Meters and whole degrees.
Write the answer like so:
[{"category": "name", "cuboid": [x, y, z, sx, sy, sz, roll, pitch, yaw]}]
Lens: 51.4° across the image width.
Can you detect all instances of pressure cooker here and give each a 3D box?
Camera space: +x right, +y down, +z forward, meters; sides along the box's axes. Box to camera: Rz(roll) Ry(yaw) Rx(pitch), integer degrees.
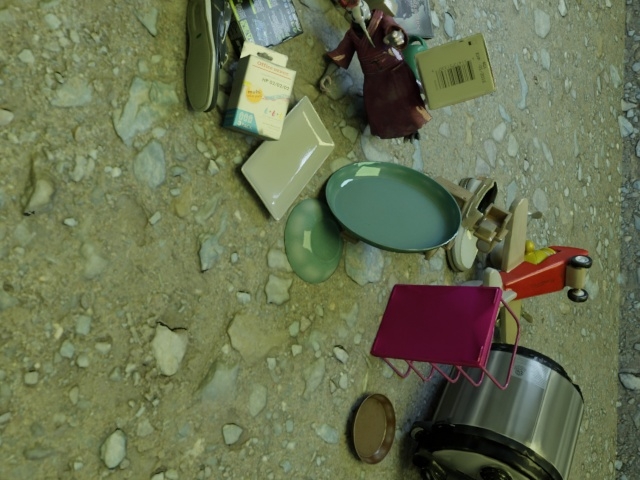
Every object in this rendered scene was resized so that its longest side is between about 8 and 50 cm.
[{"category": "pressure cooker", "cuboid": [0.453, 0.521, 1.711, 0.375, 0.370, 0.420, 54, 47, -26]}]

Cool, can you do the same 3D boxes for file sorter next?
[{"category": "file sorter", "cuboid": [0.316, 0.242, 1.639, 0.182, 0.291, 0.202, 47, 55, -39]}]

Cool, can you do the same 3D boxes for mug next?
[{"category": "mug", "cuboid": [0.246, -0.463, 1.752, 0.130, 0.098, 0.157, -24, 105, -46]}]

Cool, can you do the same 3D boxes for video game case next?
[{"category": "video game case", "cuboid": [0.213, -0.645, 1.785, 0.274, 0.026, 0.195, -16, 99, -47]}]

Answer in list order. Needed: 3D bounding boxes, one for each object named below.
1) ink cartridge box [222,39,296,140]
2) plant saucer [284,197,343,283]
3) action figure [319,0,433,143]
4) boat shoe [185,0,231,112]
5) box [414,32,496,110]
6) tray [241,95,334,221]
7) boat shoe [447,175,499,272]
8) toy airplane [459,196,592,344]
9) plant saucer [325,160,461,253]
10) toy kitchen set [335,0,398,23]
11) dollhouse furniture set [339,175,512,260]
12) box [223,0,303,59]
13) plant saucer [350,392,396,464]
[{"category": "ink cartridge box", "cuboid": [-0.116, -0.298, 1.314, 0.104, 0.062, 0.181, 14, 89, -28]}, {"category": "plant saucer", "cuboid": [0.000, 0.000, 1.489, 0.195, 0.038, 0.194, 6, 83, -49]}, {"category": "action figure", "cuboid": [0.155, -0.417, 1.537, 0.275, 0.248, 0.370, -47, 124, -40]}, {"category": "boat shoe", "cuboid": [-0.203, -0.351, 1.252, 0.079, 0.084, 0.232, 10, 77, -47]}, {"category": "box", "cuboid": [0.300, -0.378, 1.478, 0.232, 0.149, 0.126, -54, 127, -70]}, {"category": "tray", "cuboid": [-0.070, -0.179, 1.429, 0.145, 0.030, 0.270, 57, 50, -28]}, {"category": "boat shoe", "cuboid": [0.447, -0.053, 1.942, 0.113, 0.103, 0.302, 30, 66, -43]}, {"category": "toy airplane", "cuboid": [0.586, 0.101, 2.011, 0.384, 0.272, 0.386, 33, 100, -31]}, {"category": "plant saucer", "cuboid": [0.164, -0.073, 1.527, 0.318, 0.318, 0.043, -39, 152, -43]}, {"category": "toy kitchen set", "cuboid": [0.090, -0.642, 1.572, 0.207, 0.122, 0.166, 34, 63, -42]}, {"category": "dollhouse furniture set", "cuboid": [0.250, 0.013, 1.619, 0.355, 0.303, 0.173, -43, 155, -44]}, {"category": "box", "cuboid": [-0.133, -0.491, 1.372, 0.184, 0.045, 0.190, -39, 116, -39]}, {"category": "plant saucer", "cuboid": [0.123, 0.451, 1.600, 0.169, 0.029, 0.168, 4, 85, -47]}]
